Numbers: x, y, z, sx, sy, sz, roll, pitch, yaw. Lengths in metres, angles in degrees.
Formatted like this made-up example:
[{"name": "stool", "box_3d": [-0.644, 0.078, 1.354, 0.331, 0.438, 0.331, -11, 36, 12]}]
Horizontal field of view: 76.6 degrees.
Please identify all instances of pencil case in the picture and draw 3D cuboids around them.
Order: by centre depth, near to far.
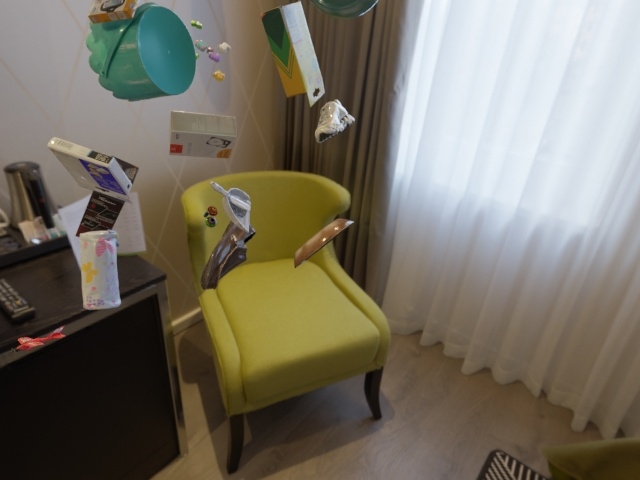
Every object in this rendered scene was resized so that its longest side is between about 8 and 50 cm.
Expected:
[{"name": "pencil case", "box_3d": [-0.744, 0.098, 1.374, 0.113, 0.273, 0.124, 0, 2, 11]}]

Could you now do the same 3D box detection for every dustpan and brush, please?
[{"name": "dustpan and brush", "box_3d": [-0.300, -0.134, 1.365, 0.211, 0.060, 0.147, 31, 45, -41]}]

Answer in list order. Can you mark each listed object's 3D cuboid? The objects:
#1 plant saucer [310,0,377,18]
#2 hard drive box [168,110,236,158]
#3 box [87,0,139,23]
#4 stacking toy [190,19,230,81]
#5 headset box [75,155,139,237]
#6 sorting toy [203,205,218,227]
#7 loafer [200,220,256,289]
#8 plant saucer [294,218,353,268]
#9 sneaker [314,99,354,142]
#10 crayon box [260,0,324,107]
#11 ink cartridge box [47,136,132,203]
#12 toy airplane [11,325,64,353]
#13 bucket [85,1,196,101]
[{"name": "plant saucer", "box_3d": [0.057, -0.844, 1.228, 0.317, 0.317, 0.044, 17, 44, 21]}, {"name": "hard drive box", "box_3d": [-0.454, -0.399, 1.548, 0.232, 0.089, 0.181, -1, -16, -22]}, {"name": "box", "box_3d": [-0.550, -0.614, 1.066, 0.136, 0.028, 0.081, 0, 65, 11]}, {"name": "stacking toy", "box_3d": [-0.506, -0.845, 1.810, 0.221, 0.167, 0.052, 39, 52, 2]}, {"name": "headset box", "box_3d": [-0.817, -0.139, 1.547, 0.110, 0.293, 0.218, 24, 40, -27]}, {"name": "sorting toy", "box_3d": [-0.480, -0.111, 1.783, 0.061, 0.042, 0.102, 12, 64, -30]}, {"name": "loafer", "box_3d": [-0.346, 0.047, 1.582, 0.130, 0.134, 0.366, 29, 51, -11]}, {"name": "plant saucer", "box_3d": [0.000, 0.000, 1.068, 0.036, 0.198, 0.198, 51, 39, 1]}, {"name": "sneaker", "box_3d": [0.034, -0.448, 1.513, 0.110, 0.118, 0.292, -22, 18, 28]}, {"name": "crayon box", "box_3d": [-0.085, -0.638, 1.408, 0.081, 0.318, 0.202, -6, 31, 23]}, {"name": "ink cartridge box", "box_3d": [-0.711, -0.216, 1.280, 0.206, 0.208, 0.045, 19, 63, 5]}, {"name": "toy airplane", "box_3d": [-0.866, 0.308, 1.251, 0.151, 0.028, 0.151, -10, 13, 2]}, {"name": "bucket", "box_3d": [-0.523, -0.560, 1.214, 0.183, 0.281, 0.281, 5, 27, 22]}]
